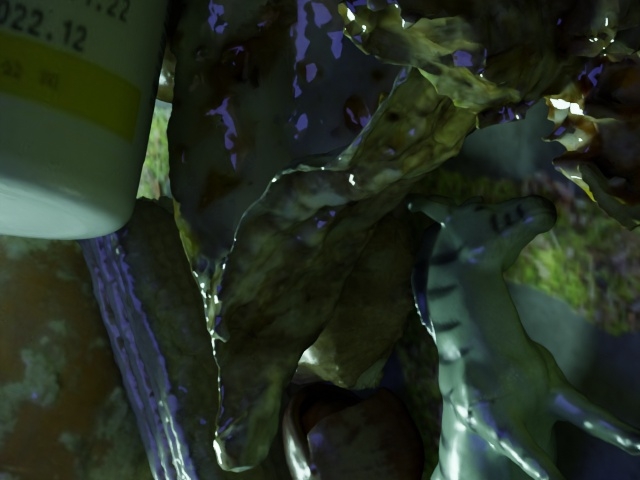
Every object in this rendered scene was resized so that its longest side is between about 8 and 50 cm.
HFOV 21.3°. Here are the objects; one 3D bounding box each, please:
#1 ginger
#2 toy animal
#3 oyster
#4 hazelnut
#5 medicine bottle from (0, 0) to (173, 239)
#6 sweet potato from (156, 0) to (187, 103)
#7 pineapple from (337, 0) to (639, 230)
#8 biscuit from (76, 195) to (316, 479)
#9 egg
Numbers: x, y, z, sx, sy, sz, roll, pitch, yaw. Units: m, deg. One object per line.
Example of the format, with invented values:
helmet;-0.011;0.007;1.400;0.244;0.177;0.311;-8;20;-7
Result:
ginger;0.007;-0.001;0.917;0.096;0.067;0.165;-18;78;37
toy animal;0.090;0.094;0.848;0.176;0.073;0.217;45;138;43
oyster;0.015;-0.093;0.820;0.396;0.111;0.204;-57;42;22
hazelnut;0.016;0.117;0.932;0.086;0.086;0.086;18;115;45
medicine bottle;-0.170;-0.185;0.879;0.208;0.208;0.340;-2;76;49
sweet potato;-0.059;-0.110;0.956;0.269;0.075;0.075;10;109;36
pineapple;0.168;-0.113;0.529;0.209;0.286;0.344;-23;85;49
biscuit;-0.060;0.078;0.982;0.062;0.108;0.239;-24;83;47
egg;-0.176;0.091;1.054;0.203;0.203;0.245;9;101;47
